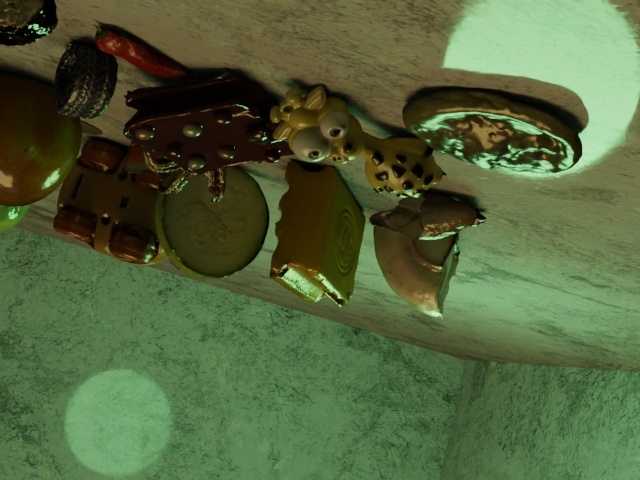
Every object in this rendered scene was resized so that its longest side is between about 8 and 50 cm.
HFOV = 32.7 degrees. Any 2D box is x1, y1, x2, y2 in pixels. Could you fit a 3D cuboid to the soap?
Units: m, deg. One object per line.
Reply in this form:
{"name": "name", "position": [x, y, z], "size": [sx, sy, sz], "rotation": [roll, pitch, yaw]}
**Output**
{"name": "soap", "position": [0.000, 0.000, 1.961], "size": [0.096, 0.204, 0.324], "rotation": [8, 169, 13]}

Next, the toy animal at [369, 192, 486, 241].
{"name": "toy animal", "position": [0.184, -0.040, 1.863], "size": [0.188, 0.089, 0.179], "rotation": [-1, 178, 38]}

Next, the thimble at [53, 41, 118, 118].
{"name": "thimble", "position": [-0.324, -0.223, 1.504], "size": [0.066, 0.095, 0.104], "rotation": [9, 138, -32]}

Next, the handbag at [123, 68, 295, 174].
{"name": "handbag", "position": [-0.149, -0.161, 1.556], "size": [0.216, 0.074, 0.203], "rotation": [-5, 162, 26]}

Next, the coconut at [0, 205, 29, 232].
{"name": "coconut", "position": [-0.693, -0.126, 2.201], "size": [0.204, 0.236, 0.236], "rotation": [-19, -174, -28]}

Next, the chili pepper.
{"name": "chili pepper", "position": [-0.235, -0.243, 1.447], "size": [0.045, 0.027, 0.178], "rotation": [4, 169, 41]}

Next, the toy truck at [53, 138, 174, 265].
{"name": "toy truck", "position": [-0.372, -0.066, 2.079], "size": [0.288, 0.204, 0.211], "rotation": [17, 172, 16]}

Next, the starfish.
{"name": "starfish", "position": [-0.185, -0.144, 1.759], "size": [0.213, 0.057, 0.238], "rotation": [-15, 146, -23]}

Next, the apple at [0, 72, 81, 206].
{"name": "apple", "position": [-0.506, -0.173, 1.772], "size": [0.236, 0.208, 0.237], "rotation": [25, 158, 11]}

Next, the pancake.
{"name": "pancake", "position": [0.223, -0.130, 1.390], "size": [0.241, 0.050, 0.242], "rotation": [12, 170, 2]}

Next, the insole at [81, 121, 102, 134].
{"name": "insole", "position": [-0.541, -0.239, 1.926], "size": [0.322, 0.007, 0.109], "rotation": [18, 169, -25]}

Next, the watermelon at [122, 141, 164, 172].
{"name": "watermelon", "position": [-0.284, -0.162, 1.794], "size": [0.125, 0.135, 0.094], "rotation": [12, 134, 25]}

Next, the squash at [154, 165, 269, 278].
{"name": "squash", "position": [-0.195, -0.038, 1.967], "size": [0.219, 0.219, 0.041], "rotation": [20, 168, -30]}

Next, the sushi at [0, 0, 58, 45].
{"name": "sushi", "position": [-0.387, -0.280, 1.279], "size": [0.150, 0.091, 0.078], "rotation": [14, 166, 7]}

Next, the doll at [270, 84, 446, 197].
{"name": "doll", "position": [0.057, -0.131, 1.512], "size": [0.291, 0.086, 0.117], "rotation": [24, 126, -37]}

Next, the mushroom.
{"name": "mushroom", "position": [0.175, 0.057, 2.142], "size": [0.173, 0.162, 0.236], "rotation": [10, 168, 10]}
